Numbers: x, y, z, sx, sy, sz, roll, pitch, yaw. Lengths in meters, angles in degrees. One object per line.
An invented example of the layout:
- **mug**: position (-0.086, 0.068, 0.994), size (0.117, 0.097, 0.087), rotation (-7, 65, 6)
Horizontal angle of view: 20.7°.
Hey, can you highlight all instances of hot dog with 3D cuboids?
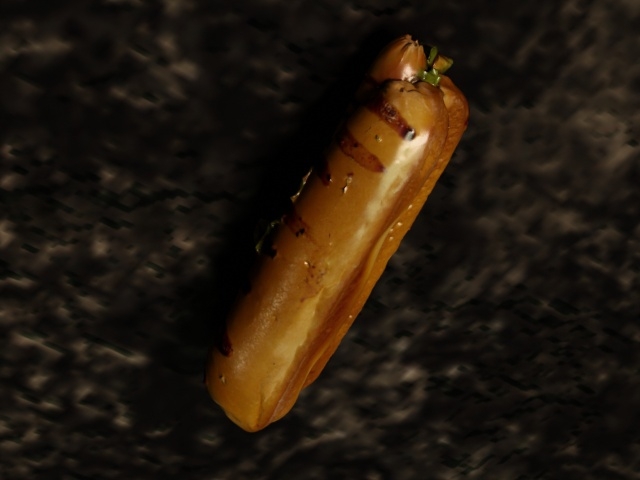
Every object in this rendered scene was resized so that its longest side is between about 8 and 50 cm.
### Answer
- **hot dog**: position (0.000, 0.000, 0.451), size (0.037, 0.049, 0.122), rotation (31, 117, 5)
